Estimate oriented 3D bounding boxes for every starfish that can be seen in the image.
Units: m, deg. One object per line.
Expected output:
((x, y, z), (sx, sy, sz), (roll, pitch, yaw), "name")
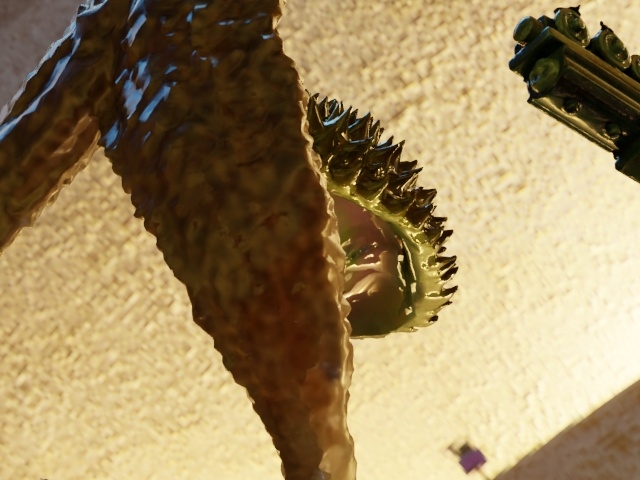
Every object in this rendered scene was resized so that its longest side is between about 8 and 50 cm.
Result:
((-0.060, -0.047, 0.585), (0.384, 0.132, 0.398), (-40, -150, 23), "starfish")

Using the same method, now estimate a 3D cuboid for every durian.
((0.006, -0.007, 1.102), (0.169, 0.355, 0.157), (-32, -122, -2), "durian")

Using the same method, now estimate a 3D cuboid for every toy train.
((0.233, -0.126, 1.206), (0.071, 0.170, 0.111), (-41, -145, 36), "toy train")

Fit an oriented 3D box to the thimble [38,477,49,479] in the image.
((-0.206, 0.251, 1.091), (0.090, 0.115, 0.102), (-43, 180, -17), "thimble")
